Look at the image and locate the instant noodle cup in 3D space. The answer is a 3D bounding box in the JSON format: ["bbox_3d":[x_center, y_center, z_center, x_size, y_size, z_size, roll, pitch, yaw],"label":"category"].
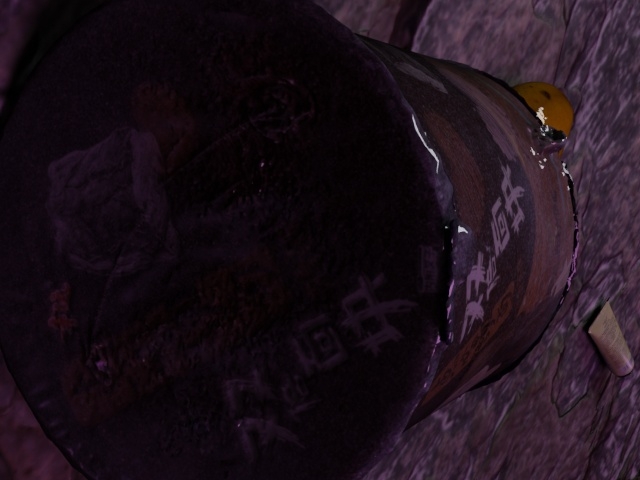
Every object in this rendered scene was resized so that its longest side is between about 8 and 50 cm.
[{"bbox_3d":[0.000,0.000,0.639,0.207,0.217,0.217,-7,118,-61],"label":"instant noodle cup"}]

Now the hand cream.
[{"bbox_3d":[0.242,0.084,1.211,0.035,0.022,0.102,-54,141,-15],"label":"hand cream"}]

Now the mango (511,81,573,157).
[{"bbox_3d":[0.121,-0.053,0.904,0.114,0.057,0.079,-47,137,-30],"label":"mango"}]
